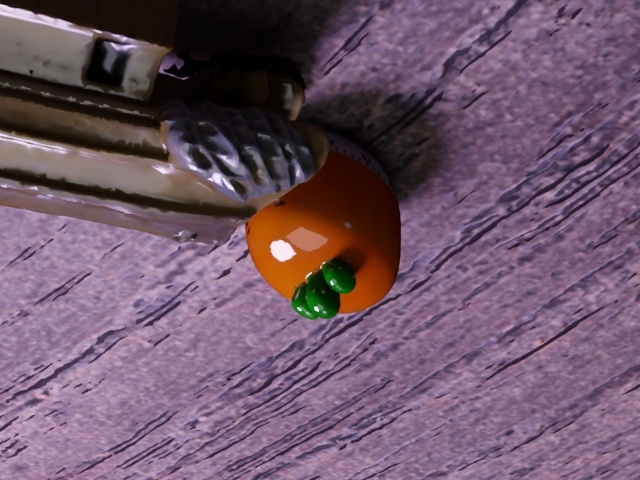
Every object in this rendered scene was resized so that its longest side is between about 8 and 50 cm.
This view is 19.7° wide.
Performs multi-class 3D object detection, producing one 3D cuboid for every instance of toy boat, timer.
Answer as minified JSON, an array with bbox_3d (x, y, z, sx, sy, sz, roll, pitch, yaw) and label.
[{"bbox_3d":[-0.209,-0.108,1.067,0.445,0.136,0.162,11,112,-15],"label":"toy boat"},{"bbox_3d":[0.000,0.000,1.224,0.099,0.136,0.136,-22,138,36],"label":"timer"}]
